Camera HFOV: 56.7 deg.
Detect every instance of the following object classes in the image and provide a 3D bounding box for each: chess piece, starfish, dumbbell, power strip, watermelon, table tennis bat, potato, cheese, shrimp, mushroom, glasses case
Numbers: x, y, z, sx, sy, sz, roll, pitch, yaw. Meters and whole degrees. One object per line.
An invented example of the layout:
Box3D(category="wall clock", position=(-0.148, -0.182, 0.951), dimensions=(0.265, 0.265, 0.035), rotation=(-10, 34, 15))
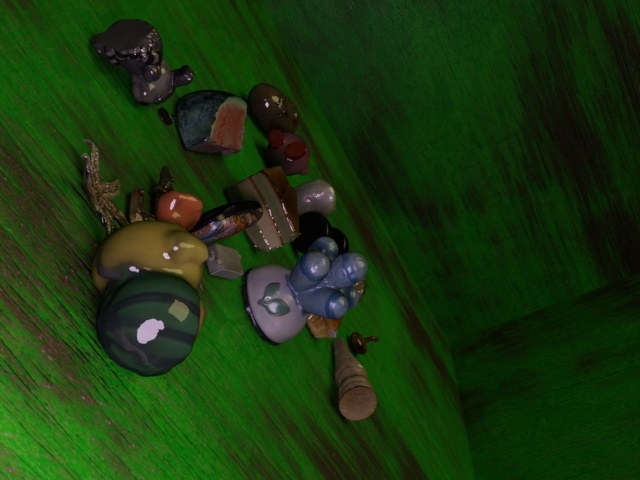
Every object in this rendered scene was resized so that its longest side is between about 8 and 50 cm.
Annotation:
Box3D(category="chess piece", position=(0.099, 0.440, 1.953), dimensions=(0.137, 0.137, 0.301), rotation=(58, 7, -26))
Box3D(category="starfish", position=(-0.422, -0.100, 1.165), dimensions=(0.176, 0.053, 0.208), rotation=(-82, 157, -78))
Box3D(category="dumbbell", position=(0.000, 0.000, 2.165), dimensions=(0.218, 0.153, 0.152), rotation=(37, 33, -59))
Box3D(category="power strip", position=(-0.255, 0.050, 1.493), dimensions=(0.175, 0.042, 0.075), rotation=(26, 42, -63))
Box3D(category="watermelon", position=(-0.299, -0.339, 1.746), dimensions=(0.318, 0.148, 0.226), rotation=(-87, 157, -57))
Box3D(category="table tennis bat", position=(-0.413, -0.336, 1.607), dimensions=(0.050, 0.007, 0.083), rotation=(65, 18, -4))
Box3D(category="potato", position=(-0.183, -0.502, 2.321), dimensions=(0.262, 0.165, 0.164), rotation=(35, 34, -49))
Box3D(category="cheese", position=(-0.031, -0.146, 2.216), dimensions=(0.189, 0.198, 0.154), rotation=(-63, 135, -76))
Box3D(category="shrimp", position=(-0.364, -0.075, 1.316), dimensions=(0.143, 0.052, 0.250), rotation=(41, 30, -50))
Box3D(category="mushroom", position=(0.163, 0.389, 2.249), dimensions=(0.130, 0.072, 0.088), rotation=(3, 42, -34))
Box3D(category="glasses case", position=(-0.243, -0.050, 1.530), dimensions=(0.082, 0.122, 0.321), rotation=(64, 16, -2))

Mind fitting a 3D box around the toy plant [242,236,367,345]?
Box3D(category="toy plant", position=(-0.021, 0.124, 1.612), dimensions=(0.247, 0.332, 0.247), rotation=(54, 22, -34))

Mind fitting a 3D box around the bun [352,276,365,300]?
Box3D(category="bun", position=(0.126, 0.167, 2.390), dimensions=(0.173, 0.114, 0.166), rotation=(65, 16, -11))

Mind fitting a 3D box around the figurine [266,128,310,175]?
Box3D(category="figurine", position=(-0.120, -0.322, 2.232), dimensions=(0.173, 0.173, 0.173), rotation=(56, 19, -30))

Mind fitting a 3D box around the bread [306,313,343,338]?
Box3D(category="bread", position=(0.018, 0.223, 1.994), dimensions=(0.136, 0.107, 0.241), rotation=(65, 16, -13))

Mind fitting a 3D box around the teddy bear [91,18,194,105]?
Box3D(category="teddy bear", position=(-0.415, -0.418, 1.460), dimensions=(0.251, 0.171, 0.144), rotation=(56, 38, -49))

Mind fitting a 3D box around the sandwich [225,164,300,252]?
Box3D(category="sandwich", position=(-0.152, -0.098, 1.822), dimensions=(0.227, 0.155, 0.198), rotation=(65, 16, -4))

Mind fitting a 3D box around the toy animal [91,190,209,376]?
Box3D(category="toy animal", position=(-0.308, 0.074, 1.053), dimensions=(0.191, 0.216, 0.338), rotation=(20, 45, -30))
